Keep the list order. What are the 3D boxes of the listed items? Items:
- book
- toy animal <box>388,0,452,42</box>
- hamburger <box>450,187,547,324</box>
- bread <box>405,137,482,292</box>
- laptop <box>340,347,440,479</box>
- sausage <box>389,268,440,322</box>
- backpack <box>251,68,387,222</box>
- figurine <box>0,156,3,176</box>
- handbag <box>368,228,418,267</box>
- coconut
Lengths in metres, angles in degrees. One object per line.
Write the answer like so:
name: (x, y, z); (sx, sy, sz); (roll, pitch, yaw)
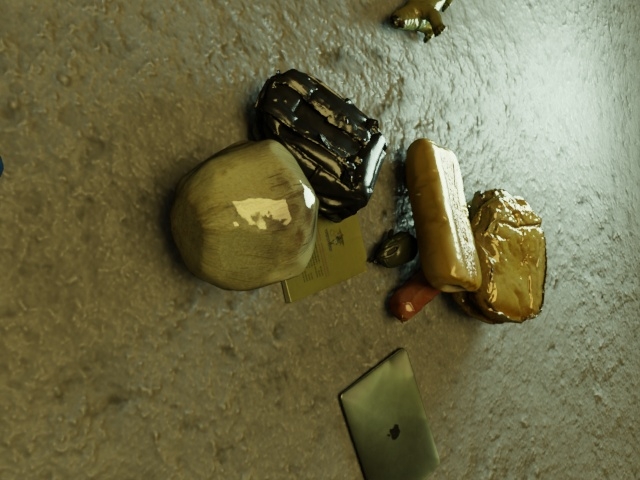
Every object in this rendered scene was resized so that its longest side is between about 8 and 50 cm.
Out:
book: (0.000, 0.000, 1.020); (0.192, 0.013, 0.168); (-18, 99, -40)
toy animal: (0.212, -0.471, 1.189); (0.101, 0.103, 0.218); (36, 66, -12)
hamburger: (0.378, 0.036, 1.261); (0.259, 0.145, 0.283); (23, 76, -35)
bread: (0.228, -0.046, 1.135); (0.142, 0.091, 0.305); (10, 66, -44)
laptop: (0.136, 0.362, 1.116); (0.188, 0.015, 0.269); (-27, 105, -38)
sausage: (0.189, 0.103, 1.148); (0.169, 0.065, 0.065); (-33, 108, -38)
backpack: (-0.001, -0.161, 0.960); (0.258, 0.133, 0.206); (38, 56, -22)
figurine: (-0.401, -0.054, 0.641); (0.077, 0.079, 0.136); (68, 29, -72)
handbag: (0.139, 0.018, 1.116); (0.111, 0.047, 0.072); (-24, 107, -39)
coconut: (-0.094, -0.039, 0.826); (0.224, 0.224, 0.224); (3, 86, -41)
